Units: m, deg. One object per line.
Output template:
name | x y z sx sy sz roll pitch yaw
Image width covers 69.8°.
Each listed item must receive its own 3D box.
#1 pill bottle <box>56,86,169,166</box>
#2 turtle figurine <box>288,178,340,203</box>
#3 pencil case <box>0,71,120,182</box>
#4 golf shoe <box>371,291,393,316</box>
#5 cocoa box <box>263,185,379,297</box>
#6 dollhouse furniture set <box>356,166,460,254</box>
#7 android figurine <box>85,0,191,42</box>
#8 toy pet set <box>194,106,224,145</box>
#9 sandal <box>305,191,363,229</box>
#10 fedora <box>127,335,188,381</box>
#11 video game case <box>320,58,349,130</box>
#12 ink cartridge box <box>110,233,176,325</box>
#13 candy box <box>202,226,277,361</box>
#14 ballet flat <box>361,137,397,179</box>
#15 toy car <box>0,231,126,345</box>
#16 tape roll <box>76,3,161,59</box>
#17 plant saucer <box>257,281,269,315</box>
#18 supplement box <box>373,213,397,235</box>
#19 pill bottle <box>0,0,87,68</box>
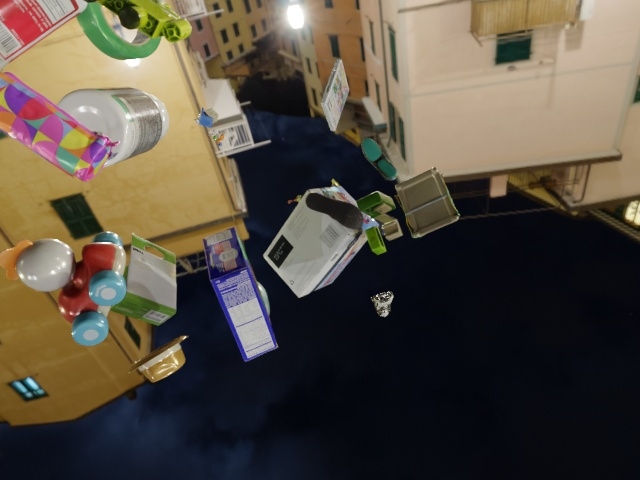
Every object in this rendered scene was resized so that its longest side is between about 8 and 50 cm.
pill bottle | -0.587 -0.343 1.345 0.204 0.204 0.361 -8 -161 5
turtle figurine | -0.012 -0.162 1.898 0.217 0.269 0.087 -37 -112 11
pencil case | -0.495 -0.206 0.834 0.236 0.104 0.104 33 -140 -13
golf shoe | 0.257 0.255 1.826 0.077 0.198 0.094 -17 -97 -2
cocoa box | 0.000 0.000 1.714 0.231 0.347 0.228 48 -149 18
dollhouse furniture set | 0.300 -0.091 1.531 0.301 0.151 0.198 -24 -107 21
android figurine | -0.397 -0.507 0.977 0.248 0.056 0.273 32 -156 -14
toy pet set | -0.398 -0.400 1.608 0.122 0.114 0.065 47 -129 9
sandal | 0.043 -0.089 1.302 0.179 0.067 0.040 25 -172 -3
fedora | -0.452 0.347 1.315 0.194 0.079 0.194 -29 180 0
video game case | 0.044 -0.417 1.326 0.019 0.157 0.143 16 -101 15
ink cartridge box | -0.587 0.132 1.540 0.097 0.188 0.255 -34 -133 23
candy box | -0.249 0.162 1.422 0.122 0.317 0.268 -19 -149 -9
ballet flat | 0.215 -0.294 1.701 0.070 0.070 0.188 -29 -102 -20
toy car | -0.573 0.080 1.005 0.237 0.210 0.219 19 -161 -33
tape roll | -0.671 -0.779 1.540 0.077 0.321 0.321 4 -140 25
plant saucer | -0.237 0.250 1.856 0.037 0.195 0.195 -11 -144 -18
supplement box | 0.276 -0.070 1.992 0.083 0.056 0.083 -17 -150 -30
pill bottle | -0.748 -0.630 1.144 0.408 0.229 0.229 -45 -134 -14
